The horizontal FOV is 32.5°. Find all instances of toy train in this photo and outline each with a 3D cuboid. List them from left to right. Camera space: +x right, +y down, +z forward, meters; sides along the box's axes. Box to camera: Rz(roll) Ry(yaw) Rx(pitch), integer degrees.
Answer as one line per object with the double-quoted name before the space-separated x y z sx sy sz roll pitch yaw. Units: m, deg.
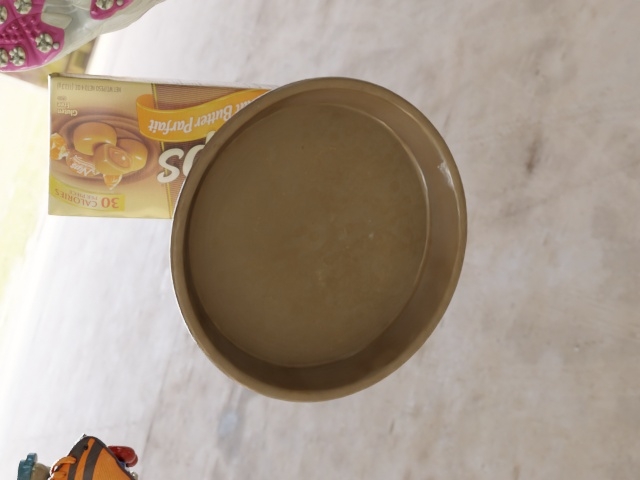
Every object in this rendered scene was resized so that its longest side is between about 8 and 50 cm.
"toy train" -0.321 0.329 1.470 0.248 0.143 0.105 116 160 -74

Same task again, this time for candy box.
"candy box" -0.205 -0.124 1.477 0.087 0.316 0.183 -135 48 -70

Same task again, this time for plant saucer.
"plant saucer" 0.000 0.000 0.933 0.041 0.278 0.278 22 94 62

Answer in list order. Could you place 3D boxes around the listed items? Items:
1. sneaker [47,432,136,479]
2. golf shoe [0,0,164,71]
"sneaker" -0.331 0.294 1.237 0.124 0.321 0.180 102 -173 -69
"golf shoe" -0.341 -0.313 1.543 0.306 0.140 0.115 -19 87 22
